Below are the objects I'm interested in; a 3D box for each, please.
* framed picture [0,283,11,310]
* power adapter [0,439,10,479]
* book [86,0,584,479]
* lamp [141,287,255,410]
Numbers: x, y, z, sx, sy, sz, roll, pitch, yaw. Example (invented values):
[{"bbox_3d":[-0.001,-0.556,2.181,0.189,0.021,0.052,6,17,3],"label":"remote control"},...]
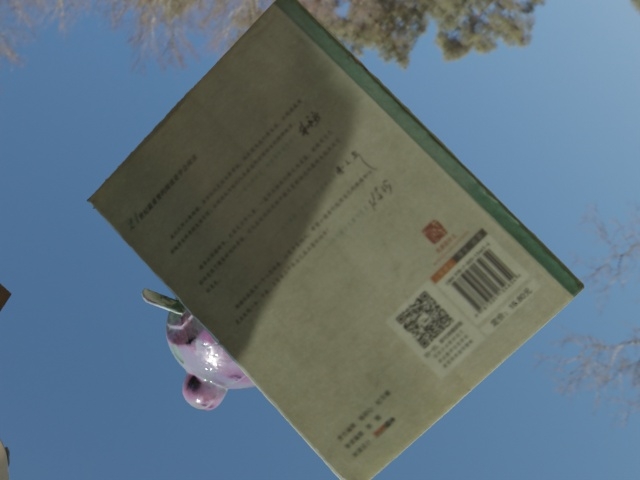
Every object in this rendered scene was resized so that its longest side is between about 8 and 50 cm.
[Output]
[{"bbox_3d":[-0.367,0.111,0.690,0.023,0.128,0.168,57,-140,-39],"label":"framed picture"},{"bbox_3d":[-0.432,0.259,0.786,0.255,0.187,0.124,-14,-79,-68],"label":"power adapter"},{"bbox_3d":[0.000,0.000,0.524,0.282,0.215,0.025,48,-170,9],"label":"book"},{"bbox_3d":[-0.145,0.066,1.121,0.247,0.247,0.301,33,-157,-38],"label":"lamp"}]
